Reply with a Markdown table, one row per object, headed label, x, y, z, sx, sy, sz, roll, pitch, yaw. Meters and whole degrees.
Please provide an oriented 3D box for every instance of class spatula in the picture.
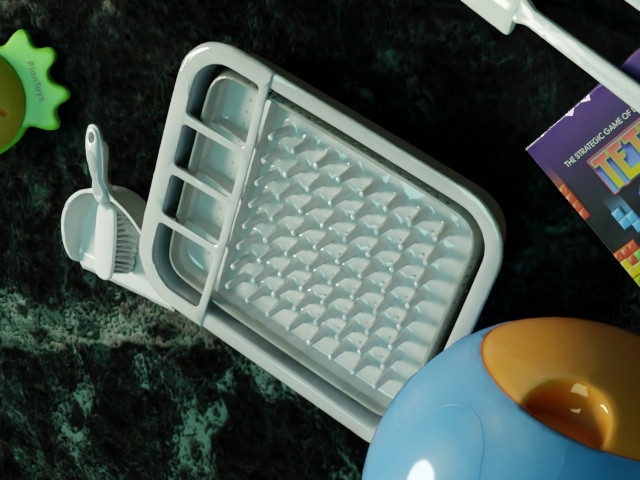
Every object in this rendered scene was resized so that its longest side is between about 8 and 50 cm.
| label | x | y | z | sx | sy | sz | roll | pitch | yaw |
| --- | --- | --- | --- | --- | --- | --- | --- | --- | --- |
| spatula | 0.186 | -0.195 | 0.825 | 0.242 | 0.019 | 0.168 | 45 | 127 | 32 |

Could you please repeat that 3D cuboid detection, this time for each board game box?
| label | x | y | z | sx | sy | sz | roll | pitch | yaw |
| --- | --- | --- | --- | --- | --- | --- | --- | --- | --- |
| board game box | 0.254 | -0.066 | 0.853 | 0.141 | 0.048 | 0.170 | 50 | 131 | 5 |

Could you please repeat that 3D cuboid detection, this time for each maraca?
| label | x | y | z | sx | sy | sz | roll | pitch | yaw |
| --- | --- | --- | --- | --- | --- | --- | --- | --- | --- |
| maraca | -0.348 | -0.149 | 1.234 | 0.185 | 0.099 | 0.127 | -14 | 106 | 13 |

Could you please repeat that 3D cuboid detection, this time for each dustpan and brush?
| label | x | y | z | sx | sy | sz | roll | pitch | yaw |
| --- | --- | --- | --- | --- | --- | --- | --- | --- | --- |
| dustpan and brush | -0.213 | -0.028 | 1.210 | 0.147 | 0.060 | 0.211 | 23 | 123 | 27 |

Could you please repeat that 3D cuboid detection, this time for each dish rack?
| label | x | y | z | sx | sy | sz | roll | pitch | yaw |
| --- | --- | --- | --- | --- | --- | --- | --- | --- | --- |
| dish rack | 0.000 | 0.000 | 1.059 | 0.332 | 0.072 | 0.286 | 33 | 127 | 20 |

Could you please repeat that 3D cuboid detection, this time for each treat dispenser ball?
| label | x | y | z | sx | sy | sz | roll | pitch | yaw |
| --- | --- | --- | --- | --- | --- | --- | --- | --- | --- |
| treat dispenser ball | 0.173 | 0.200 | 0.881 | 0.288 | 0.288 | 0.288 | 16 | 120 | 30 |
